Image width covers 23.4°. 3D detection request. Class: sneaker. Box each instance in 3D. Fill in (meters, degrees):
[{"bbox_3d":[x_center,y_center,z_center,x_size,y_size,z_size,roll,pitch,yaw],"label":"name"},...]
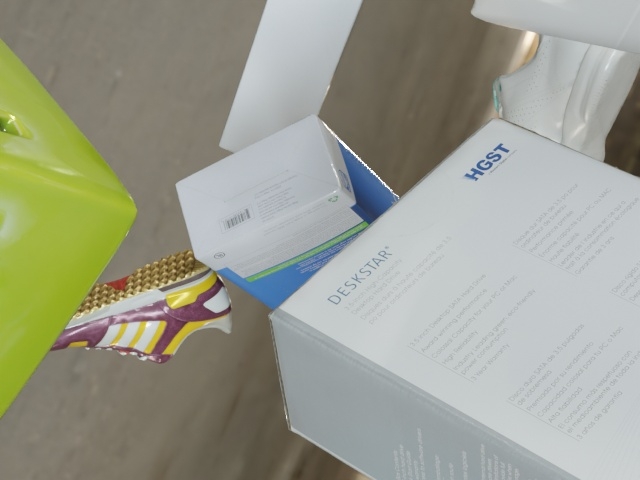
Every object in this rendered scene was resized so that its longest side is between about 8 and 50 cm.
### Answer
[{"bbox_3d":[0.159,-0.080,1.141,0.080,0.094,0.212,-26,145,-47],"label":"sneaker"},{"bbox_3d":[-0.167,0.076,1.317,0.069,0.185,0.084,-98,169,-65],"label":"sneaker"}]

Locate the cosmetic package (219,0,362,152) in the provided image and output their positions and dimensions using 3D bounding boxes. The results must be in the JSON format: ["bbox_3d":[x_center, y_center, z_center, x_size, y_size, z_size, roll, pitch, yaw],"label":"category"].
[{"bbox_3d":[0.018,-0.296,1.589,0.284,0.097,0.377,-73,-176,-46],"label":"cosmetic package"}]

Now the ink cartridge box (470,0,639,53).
[{"bbox_3d":[0.255,-0.148,0.700,0.207,0.353,0.119,80,21,-81],"label":"ink cartridge box"}]

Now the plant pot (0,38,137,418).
[{"bbox_3d":[-0.251,-0.013,0.625,0.227,0.228,0.207,-53,144,10],"label":"plant pot"}]

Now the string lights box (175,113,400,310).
[{"bbox_3d":[0.000,0.000,1.322,0.260,0.133,0.076,40,28,-60],"label":"string lights box"}]

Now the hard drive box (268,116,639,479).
[{"bbox_3d":[0.123,0.058,0.729,0.181,0.232,0.089,-40,142,-30],"label":"hard drive box"}]
